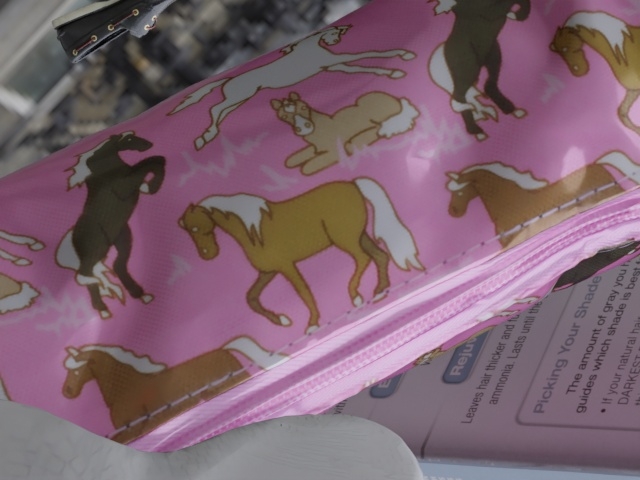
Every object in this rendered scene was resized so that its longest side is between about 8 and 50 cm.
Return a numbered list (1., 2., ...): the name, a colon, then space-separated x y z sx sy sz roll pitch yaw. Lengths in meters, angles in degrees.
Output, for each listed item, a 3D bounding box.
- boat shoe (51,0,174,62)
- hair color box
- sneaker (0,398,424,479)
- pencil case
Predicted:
1. boat shoe: -0.151 -0.185 1.462 0.133 0.042 0.049 -24 -178 4
2. hair color box: 0.124 0.077 0.920 0.374 0.113 0.185 -1 -137 34
3. sneaker: -0.074 0.111 0.605 0.080 0.212 0.094 -93 -172 -51
4. pencil case: 0.000 0.000 0.732 0.386 0.167 0.160 -28 172 -12
